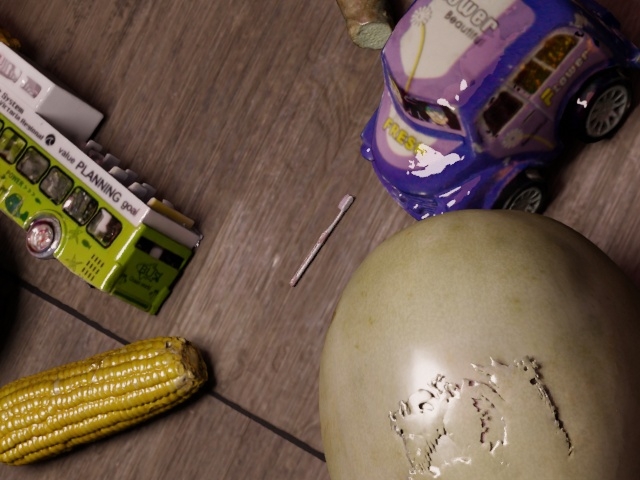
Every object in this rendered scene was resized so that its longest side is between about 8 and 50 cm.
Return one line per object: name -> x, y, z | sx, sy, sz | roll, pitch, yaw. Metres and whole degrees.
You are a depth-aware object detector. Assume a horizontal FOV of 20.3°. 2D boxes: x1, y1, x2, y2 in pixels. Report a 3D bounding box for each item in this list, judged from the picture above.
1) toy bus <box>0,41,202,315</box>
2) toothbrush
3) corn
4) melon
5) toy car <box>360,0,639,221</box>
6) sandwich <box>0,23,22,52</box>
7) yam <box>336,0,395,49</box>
toy bus -> -0.244, -0.058, 1.708 | 0.301, 0.113, 0.139 | 38, 94, 33
toothbrush -> 0.000, 0.000, 1.595 | 0.097, 0.006, 0.008 | -56, 42, 2
corn -> -0.210, 0.142, 1.628 | 0.231, 0.080, 0.080 | -23, 62, 23
melon -> 0.134, 0.139, 1.304 | 0.268, 0.268, 0.330 | -20, 71, 24
toy car -> 0.128, -0.126, 1.471 | 0.235, 0.158, 0.172 | -52, 54, 5
sandwich -> -0.439, -0.136, 1.750 | 0.251, 0.226, 0.087 | -47, 64, 12
yam -> 0.017, -0.300, 1.666 | 0.061, 0.061, 0.274 | -24, 62, 22
